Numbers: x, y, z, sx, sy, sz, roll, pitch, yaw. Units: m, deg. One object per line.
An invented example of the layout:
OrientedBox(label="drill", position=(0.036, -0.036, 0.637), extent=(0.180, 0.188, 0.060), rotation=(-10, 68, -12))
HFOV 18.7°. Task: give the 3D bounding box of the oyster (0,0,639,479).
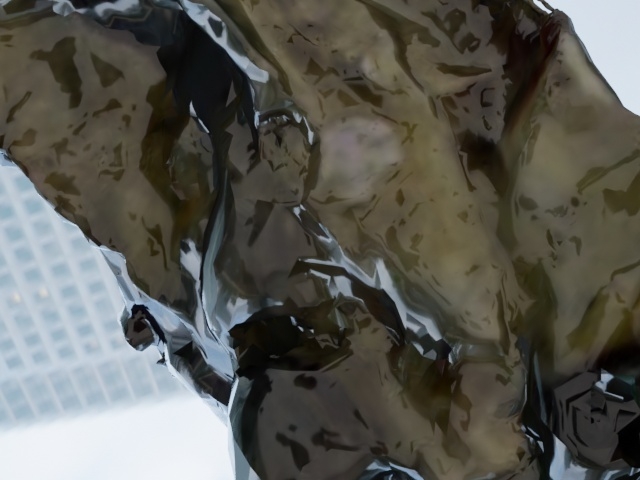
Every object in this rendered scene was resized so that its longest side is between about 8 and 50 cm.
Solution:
OrientedBox(label="oyster", position=(-0.005, -0.010, 0.529), extent=(0.096, 0.221, 0.361), rotation=(-17, -120, -35))
